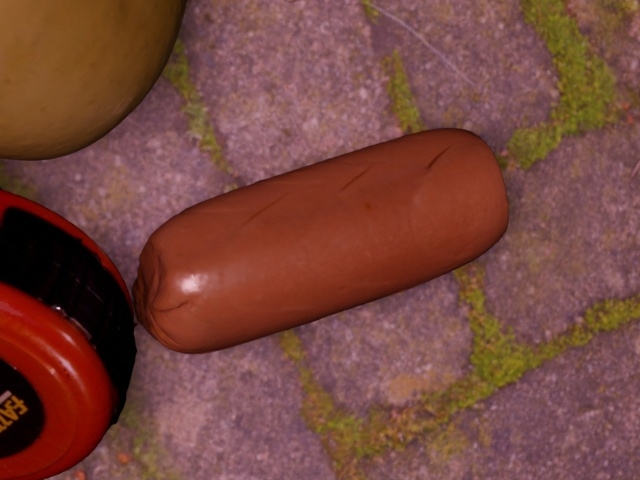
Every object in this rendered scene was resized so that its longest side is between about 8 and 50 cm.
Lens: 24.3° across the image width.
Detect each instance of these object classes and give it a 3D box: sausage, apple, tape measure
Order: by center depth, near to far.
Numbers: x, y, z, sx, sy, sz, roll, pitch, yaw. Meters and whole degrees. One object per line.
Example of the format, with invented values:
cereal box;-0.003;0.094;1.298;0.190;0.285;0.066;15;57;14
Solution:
apple;-0.226;-0.192;0.971;0.292;0.292;0.254;28;98;-20
tape measure;-0.257;0.065;1.012;0.260;0.253;0.114;33;43;-25
sausage;-0.001;0.000;1.161;0.304;0.121;0.121;-19;99;-20
